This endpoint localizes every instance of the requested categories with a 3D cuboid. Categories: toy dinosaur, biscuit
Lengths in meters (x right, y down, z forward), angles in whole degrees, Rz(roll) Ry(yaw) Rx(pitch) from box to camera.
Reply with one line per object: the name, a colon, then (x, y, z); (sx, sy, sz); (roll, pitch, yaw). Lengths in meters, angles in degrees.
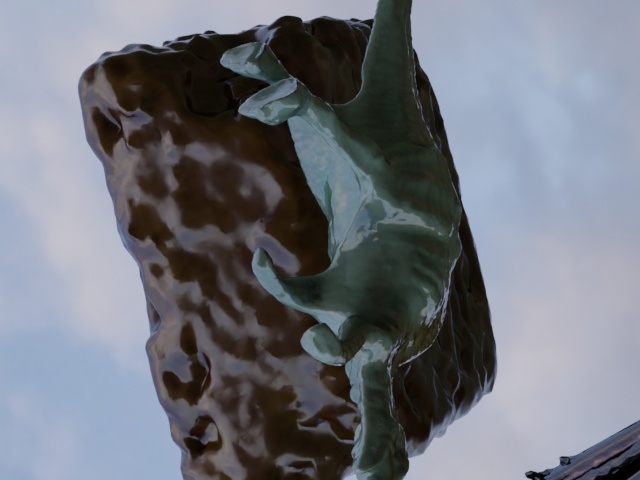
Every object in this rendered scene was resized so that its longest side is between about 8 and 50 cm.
toy dinosaur: (0.023, -0.054, 1.075); (0.205, 0.092, 0.393); (44, -135, -34)
biscuit: (0.000, 0.000, 1.421); (0.395, 0.166, 0.342); (-27, -75, -68)

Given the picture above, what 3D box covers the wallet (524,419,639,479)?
wallet: (0.170, 0.122, 0.668); (0.221, 0.262, 0.071); (16, -130, -27)
